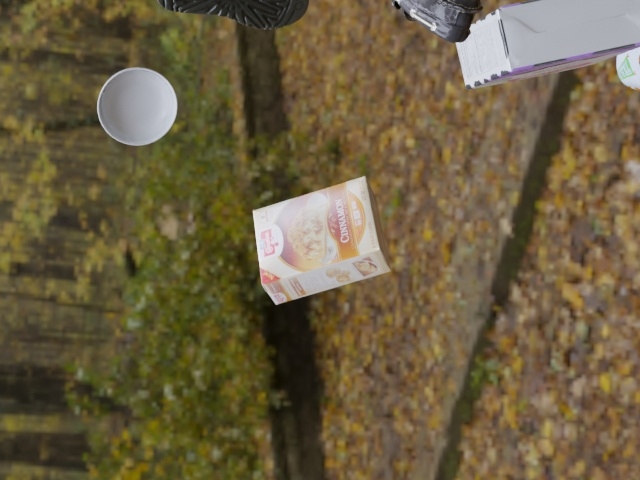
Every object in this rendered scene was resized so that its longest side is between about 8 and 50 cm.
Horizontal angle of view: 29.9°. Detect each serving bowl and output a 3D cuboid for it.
[{"bbox_3d":[-0.193,-0.143,1.258,0.027,0.083,0.083,-127,42,-65],"label":"serving bowl"}]

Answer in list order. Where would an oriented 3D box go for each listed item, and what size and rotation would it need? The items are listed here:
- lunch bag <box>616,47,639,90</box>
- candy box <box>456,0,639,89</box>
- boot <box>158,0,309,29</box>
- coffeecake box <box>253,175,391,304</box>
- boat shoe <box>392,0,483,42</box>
[{"bbox_3d":[0.615,-0.326,1.868,0.115,0.303,0.243,-154,66,-68],"label":"lunch bag"},{"bbox_3d":[0.250,-0.220,1.301,0.196,0.164,0.070,-167,64,-83],"label":"candy box"},{"bbox_3d":[-0.121,-0.325,1.356,0.208,0.189,0.076,-113,37,-51],"label":"boot"},{"bbox_3d":[0.000,0.000,1.815,0.068,0.185,0.142,60,-164,-52],"label":"coffeecake box"},{"bbox_3d":[0.060,-0.150,0.723,0.125,0.046,0.038,45,126,56],"label":"boat shoe"}]
